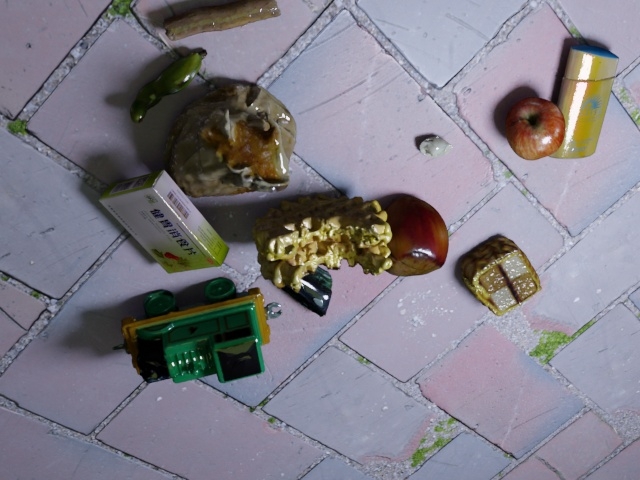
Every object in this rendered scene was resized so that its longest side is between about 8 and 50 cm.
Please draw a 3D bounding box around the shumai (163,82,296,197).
[{"bbox_3d":[-0.186,-0.162,1.486,0.314,0.262,0.267,-30,124,6],"label":"shumai"}]

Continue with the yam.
[{"bbox_3d":[-0.200,-0.455,1.422,0.241,0.057,0.056,-16,125,-8],"label":"yam"}]

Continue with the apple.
[{"bbox_3d":[0.522,-0.268,1.695,0.146,0.146,0.131,-40,147,11],"label":"apple"}]

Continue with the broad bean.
[{"bbox_3d":[-0.320,-0.328,1.461,0.213,0.070,0.048,-44,140,2],"label":"broad bean"}]

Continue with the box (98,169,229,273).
[{"bbox_3d":[-0.351,-0.035,1.586,0.175,0.062,0.260,-9,132,33],"label":"box"}]

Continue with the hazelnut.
[{"bbox_3d":[0.225,-0.012,1.762,0.208,0.208,0.208,-8,123,-12],"label":"hazelnut"}]

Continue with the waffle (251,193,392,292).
[{"bbox_3d":[0.000,0.000,1.643,0.324,0.261,0.151,-8,116,-15],"label":"waffle"}]

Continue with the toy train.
[{"bbox_3d":[-0.295,0.245,1.718,0.429,0.249,0.178,-13,125,-8],"label":"toy train"}]

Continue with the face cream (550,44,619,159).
[{"bbox_3d":[0.650,-0.342,1.728,0.139,0.067,0.285,-8,123,-14],"label":"face cream"}]

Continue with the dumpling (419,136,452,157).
[{"bbox_3d":[0.279,-0.225,1.713,0.077,0.043,0.059,-14,143,-26],"label":"dumpling"}]

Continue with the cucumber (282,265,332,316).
[{"bbox_3d":[-0.033,0.123,1.826,0.193,0.085,0.115,37,108,-25],"label":"cucumber"}]

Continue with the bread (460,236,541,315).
[{"bbox_3d":[0.504,0.103,1.954,0.181,0.096,0.222,-37,126,9],"label":"bread"}]
